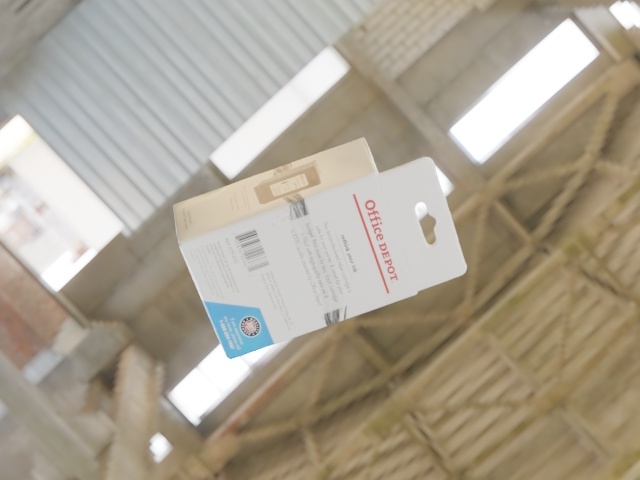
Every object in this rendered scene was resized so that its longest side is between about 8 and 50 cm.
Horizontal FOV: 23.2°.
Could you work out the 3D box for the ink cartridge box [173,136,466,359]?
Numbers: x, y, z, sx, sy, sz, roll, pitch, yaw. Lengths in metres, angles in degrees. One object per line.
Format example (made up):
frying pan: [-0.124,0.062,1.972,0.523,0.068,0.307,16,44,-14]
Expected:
ink cartridge box: [0.000,0.000,1.085,0.180,0.104,0.060,-19,-150,1]
